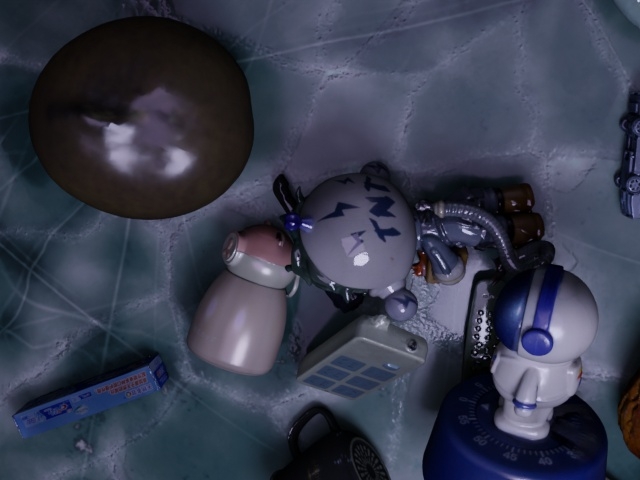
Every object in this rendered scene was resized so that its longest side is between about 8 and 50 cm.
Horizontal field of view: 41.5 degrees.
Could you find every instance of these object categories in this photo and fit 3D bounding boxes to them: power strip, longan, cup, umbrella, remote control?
[{"bbox_3d":[0.061,0.187,1.312,0.118,0.046,0.270,24,148,-14],"label":"power strip"},{"bbox_3d":[-0.257,-0.177,1.240,0.319,0.319,0.318,2,101,7],"label":"longan"},{"bbox_3d":[0.007,0.395,1.404,0.177,0.169,0.223,-36,60,20],"label":"cup"},{"bbox_3d":[-0.006,0.004,1.370,0.071,0.071,0.248,-35,88,13],"label":"umbrella"},{"bbox_3d":[0.269,0.167,1.368,0.072,0.042,0.221,4,103,7],"label":"remote control"}]

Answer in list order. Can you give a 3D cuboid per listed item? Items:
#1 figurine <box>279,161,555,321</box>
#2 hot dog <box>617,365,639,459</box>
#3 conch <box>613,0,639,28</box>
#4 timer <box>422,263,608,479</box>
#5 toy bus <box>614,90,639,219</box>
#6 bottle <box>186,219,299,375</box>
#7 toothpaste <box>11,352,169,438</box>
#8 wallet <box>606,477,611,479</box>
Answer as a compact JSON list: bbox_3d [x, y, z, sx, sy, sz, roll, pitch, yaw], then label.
[{"bbox_3d":[0.128,-0.013,1.270,0.382,0.261,0.186,-3,136,-10],"label":"figurine"},{"bbox_3d":[0.623,0.206,1.260,0.267,0.174,0.387,32,105,3],"label":"hot dog"},{"bbox_3d":[0.495,-0.380,1.187,0.185,0.121,0.221,-23,105,8],"label":"conch"},{"bbox_3d":[0.297,0.208,1.198,0.271,0.270,0.383,7,117,6],"label":"timer"},{"bbox_3d":[0.491,-0.127,1.269,0.075,0.064,0.190,3,102,1],"label":"toy bus"},{"bbox_3d":[-0.112,0.084,1.356,0.148,0.147,0.236,20,96,3],"label":"bottle"},{"bbox_3d":[-0.398,0.269,1.466,0.272,0.066,0.053,-21,97,11],"label":"toothpaste"},{"bbox_3d":[0.391,0.494,1.411,0.335,0.068,0.274,36,108,-7],"label":"wallet"}]
